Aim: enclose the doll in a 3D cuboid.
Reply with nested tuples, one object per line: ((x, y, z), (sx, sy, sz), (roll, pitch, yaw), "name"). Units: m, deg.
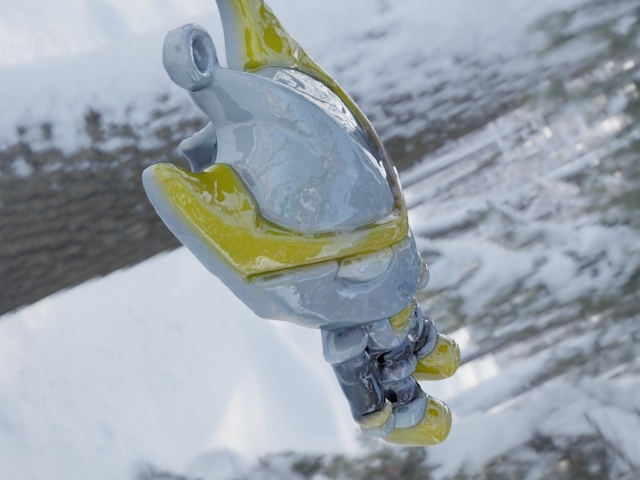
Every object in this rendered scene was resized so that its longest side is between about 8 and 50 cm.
((0.000, 0.004, 0.740), (0.103, 0.145, 0.316), (16, -29, 39), "doll")
